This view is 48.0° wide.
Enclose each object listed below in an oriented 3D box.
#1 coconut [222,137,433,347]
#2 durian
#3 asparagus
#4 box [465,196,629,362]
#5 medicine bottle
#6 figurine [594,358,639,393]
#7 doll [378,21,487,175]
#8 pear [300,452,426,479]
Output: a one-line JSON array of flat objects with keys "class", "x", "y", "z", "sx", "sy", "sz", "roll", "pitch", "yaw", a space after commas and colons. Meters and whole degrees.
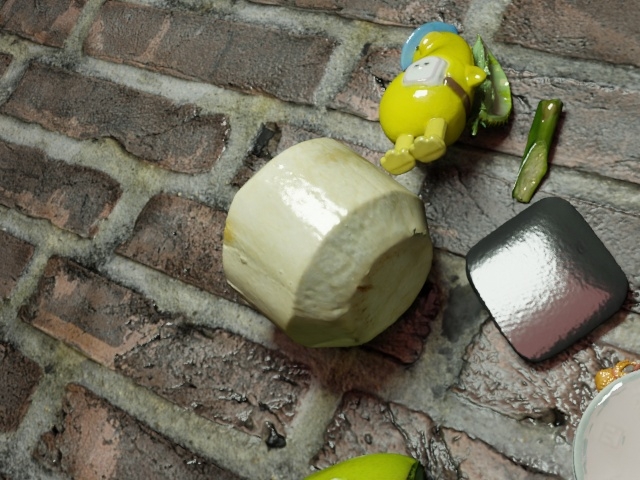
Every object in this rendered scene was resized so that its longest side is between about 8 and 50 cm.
[{"class": "coconut", "x": 0.000, "y": 0.000, "z": 1.099, "sx": 0.322, "sy": 0.323, "sz": 0.323, "roll": -9, "pitch": 64, "yaw": 19}, {"class": "durian", "x": 0.268, "y": -0.240, "z": 1.196, "sx": 0.086, "sy": 0.100, "sz": 0.216, "roll": -8, "pitch": 58, "yaw": 23}, {"class": "asparagus", "x": 0.348, "y": -0.146, "z": 1.155, "sx": 0.045, "sy": 0.041, "sz": 0.179, "roll": 10, "pitch": 72, "yaw": 35}, {"class": "box", "x": 0.332, "y": 0.056, "z": 1.070, "sx": 0.201, "sy": 0.042, "sz": 0.213, "roll": -34, "pitch": 60, "yaw": 6}, {"class": "medicine bottle", "x": 0.379, "y": 0.262, "z": 0.786, "sx": 0.189, "sy": 0.332, "sz": 0.190, "roll": -9, "pitch": 64, "yaw": 19}, {"class": "figurine", "x": 0.428, "y": 0.186, "z": 0.972, "sx": 0.109, "sy": 0.047, "sz": 0.064, "roll": -10, "pitch": 35, "yaw": 12}, {"class": "doll", "x": 0.189, "y": -0.248, "z": 1.174, "sx": 0.199, "sy": 0.145, "sz": 0.363, "roll": -18, "pitch": 38, "yaw": 35}, {"class": "pear", "x": 0.014, "y": 0.420, "z": 0.978, "sx": 0.292, "sy": 0.159, "sz": 0.293, "roll": -10, "pitch": 64, "yaw": 22}]
